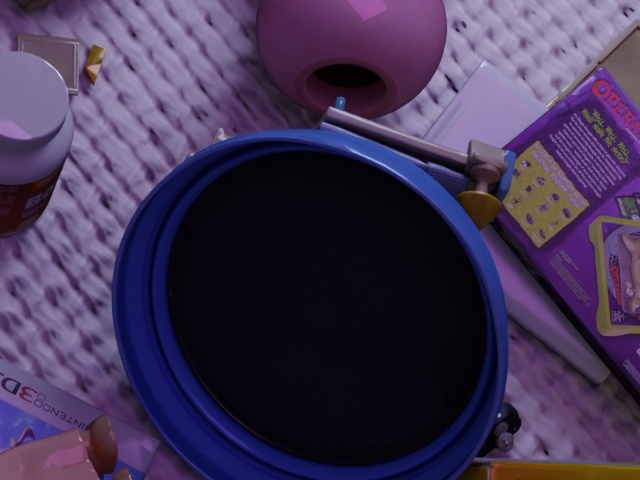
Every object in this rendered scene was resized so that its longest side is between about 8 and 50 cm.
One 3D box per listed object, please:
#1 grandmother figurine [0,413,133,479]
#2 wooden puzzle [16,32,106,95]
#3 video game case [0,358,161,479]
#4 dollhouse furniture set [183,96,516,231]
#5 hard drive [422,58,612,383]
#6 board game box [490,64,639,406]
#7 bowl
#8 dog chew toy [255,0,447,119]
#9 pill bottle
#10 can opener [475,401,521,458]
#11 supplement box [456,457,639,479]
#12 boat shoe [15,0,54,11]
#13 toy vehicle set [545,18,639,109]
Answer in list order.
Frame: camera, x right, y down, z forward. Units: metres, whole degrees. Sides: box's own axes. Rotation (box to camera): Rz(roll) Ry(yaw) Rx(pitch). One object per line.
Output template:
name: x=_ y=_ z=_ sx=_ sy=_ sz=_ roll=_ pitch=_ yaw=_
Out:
grandmother figurine: x=-0.336 y=0.259 z=1.413 sx=0.342 sy=0.104 sz=0.208 roll=-13 pitch=47 yaw=-20
wooden puzzle: x=-0.290 y=-0.187 z=1.717 sx=0.116 sy=0.014 sz=0.078 roll=11 pitch=62 yaw=-15
video game case: x=-0.316 y=0.253 z=1.505 sx=0.244 sy=0.061 sz=0.269 roll=27 pitch=63 yaw=-6
dollhouse furniture set: x=0.000 y=0.000 z=1.577 sx=0.286 sy=0.303 sz=0.198 roll=19 pitch=64 yaw=-11
hard drive: x=0.243 y=-0.021 z=1.787 sx=0.319 sy=0.040 sz=0.210 roll=38 pitch=79 yaw=-1
board game box: x=0.337 y=0.007 z=1.752 sx=0.208 sy=0.056 sz=0.347 roll=-38 pitch=89 yaw=-7
bowl: x=-0.007 y=0.078 z=1.522 sx=0.391 sy=0.391 sz=0.077 roll=43 pitch=29 yaw=1
dog chew toy: x=0.039 y=-0.297 z=1.777 sx=0.207 sy=0.206 sz=0.331 roll=14 pitch=57 yaw=-13
pill bottle: x=-0.305 y=-0.094 z=1.559 sx=0.121 sy=0.216 sz=0.121 roll=6 pitch=68 yaw=-16
can opener: x=0.135 y=0.223 z=1.681 sx=0.186 sy=0.073 sz=0.059 roll=-36 pitch=123 yaw=-24
supplement box: x=0.286 y=0.316 z=1.587 sx=0.357 sy=0.194 sz=0.195 roll=4 pitch=83 yaw=-17
boat shoe: x=-0.221 y=-0.357 z=1.744 sx=0.302 sy=0.113 sz=0.103 roll=-31 pitch=101 yaw=-6
toy vehicle set: x=0.349 y=-0.126 z=1.895 sx=0.166 sy=0.035 sz=0.267 roll=46 pitch=63 yaw=3
